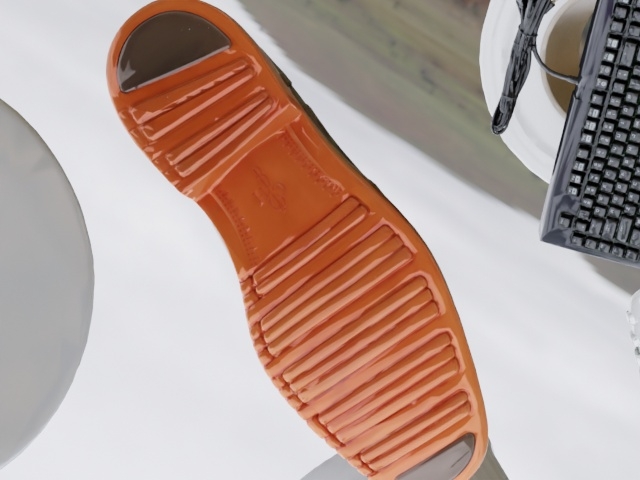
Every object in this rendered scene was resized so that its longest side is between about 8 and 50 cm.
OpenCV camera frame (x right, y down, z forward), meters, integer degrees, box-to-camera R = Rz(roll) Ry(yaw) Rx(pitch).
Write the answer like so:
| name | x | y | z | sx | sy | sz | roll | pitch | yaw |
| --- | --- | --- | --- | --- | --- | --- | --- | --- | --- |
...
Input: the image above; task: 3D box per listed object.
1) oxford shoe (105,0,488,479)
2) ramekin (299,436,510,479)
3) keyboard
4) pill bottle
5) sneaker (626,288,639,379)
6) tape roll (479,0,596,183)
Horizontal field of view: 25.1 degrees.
| name | x | y | z | sx | sy | sz | roll | pitch | yaw |
| --- | --- | --- | --- | --- | --- | --- | --- | --- | --- |
| oxford shoe | 0.000 | 0.000 | 0.954 | 0.363 | 0.130 | 0.133 | 60 | -171 | 3 |
| ramekin | 0.070 | 0.297 | 1.314 | 0.277 | 0.277 | 0.135 | 19 | -149 | -53 |
| keyboard | 0.247 | -0.135 | 1.286 | 0.202 | 0.317 | 0.033 | 18 | -151 | 15 |
| pill bottle | -0.285 | 0.032 | 0.730 | 0.224 | 0.224 | 0.392 | 26 | 161 | -30 |
| sneaker | 0.205 | 0.066 | 0.746 | 0.095 | 0.235 | 0.090 | 24 | -143 | 30 |
| tape roll | 0.306 | -0.182 | 1.427 | 0.286 | 0.286 | 0.100 | 36 | -153 | 21 |
